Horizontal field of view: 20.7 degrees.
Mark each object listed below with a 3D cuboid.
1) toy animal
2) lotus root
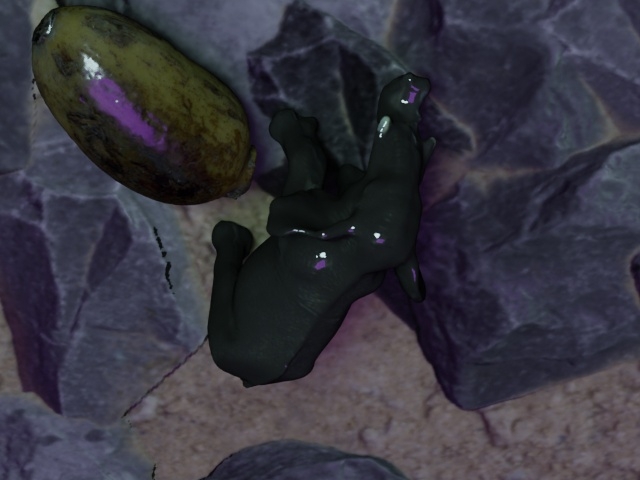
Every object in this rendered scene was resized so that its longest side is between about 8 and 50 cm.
[{"bbox_3d":[0.006,0.000,1.136,0.114,0.146,0.245,14,128,-16],"label":"toy animal"},{"bbox_3d":[-0.110,-0.079,1.098,0.089,0.080,0.179,-38,125,24],"label":"lotus root"}]
